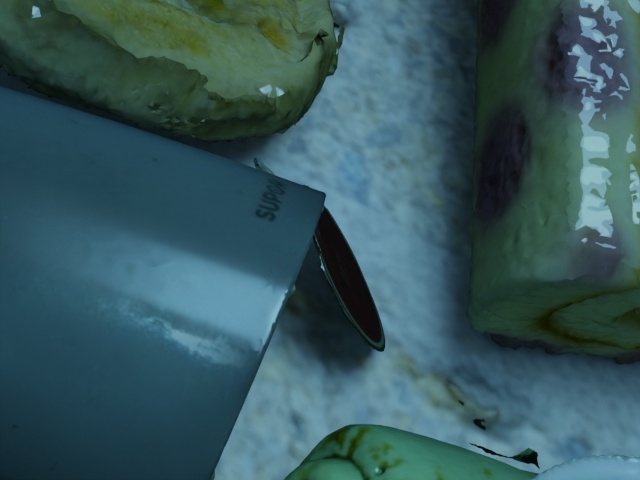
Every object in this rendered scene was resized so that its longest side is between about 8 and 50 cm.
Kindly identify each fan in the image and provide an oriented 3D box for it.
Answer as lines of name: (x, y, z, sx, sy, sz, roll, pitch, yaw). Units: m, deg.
fan: (0.000, 0.000, 0.819, 0.005, 0.133, 0.085, -26, 50, 10)

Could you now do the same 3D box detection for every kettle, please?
kettle: (-0.132, -0.006, 0.742, 0.243, 0.160, 0.210, 24, 31, -1)

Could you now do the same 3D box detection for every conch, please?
conch: (0.057, 0.120, 0.767, 0.170, 0.079, 0.106, 0, 24, -33)

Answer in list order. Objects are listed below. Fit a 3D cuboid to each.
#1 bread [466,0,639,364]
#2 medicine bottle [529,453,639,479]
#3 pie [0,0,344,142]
bread: (0.167, -0.111, 0.914, 0.187, 0.155, 0.338, 8, 70, -13)
medicine bottle: (0.063, 0.179, 0.640, 0.139, 0.225, 0.139, 13, 52, -16)
pie: (-0.104, -0.152, 0.872, 0.274, 0.055, 0.274, 29, 33, -20)
